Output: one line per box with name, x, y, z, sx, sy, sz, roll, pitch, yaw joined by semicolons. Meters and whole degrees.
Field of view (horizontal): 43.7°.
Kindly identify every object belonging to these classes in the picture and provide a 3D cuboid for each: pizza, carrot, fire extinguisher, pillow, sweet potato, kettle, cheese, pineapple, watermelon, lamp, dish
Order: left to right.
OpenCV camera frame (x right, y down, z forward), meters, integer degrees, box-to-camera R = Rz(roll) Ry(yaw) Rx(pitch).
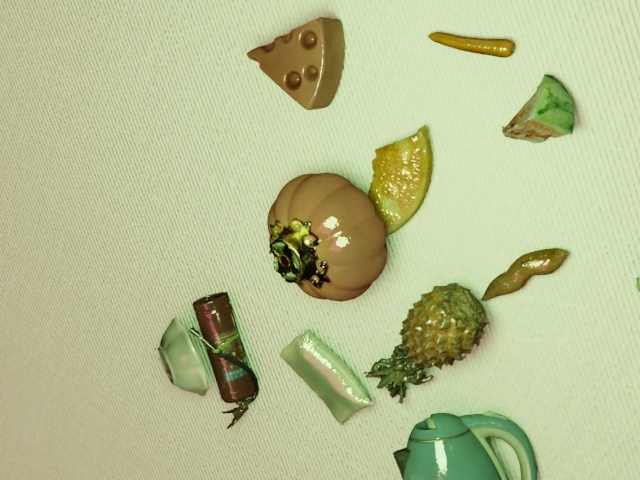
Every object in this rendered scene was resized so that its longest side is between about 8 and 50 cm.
dish;-0.376;0.318;2.096;0.229;0.081;0.229;49;152;38
fire extinguisher;-0.251;0.314;2.078;0.105;0.141;0.341;-2;105;59
cheese;-0.026;-0.420;1.772;0.203;0.128;0.177;44;116;13
lamp;0.000;0.000;1.790;0.305;0.239;0.305;27;130;36
pillow;0.011;0.342;1.991;0.254;0.078;0.144;46;128;7
pizza;0.178;-0.134;1.789;0.134;0.056;0.271;14;113;19
pineapple;0.228;0.240;1.827;0.175;0.175;0.361;49;133;6
kettle;0.339;0.556;1.833;0.319;0.247;0.342;-12;91;-4
carrot;0.310;-0.409;1.661;0.190;0.037;0.037;14;110;23
sweet potato;0.433;0.070;1.728;0.218;0.051;0.065;-33;91;28
watermelon;0.444;-0.234;1.610;0.098;0.121;0.158;33;122;-10

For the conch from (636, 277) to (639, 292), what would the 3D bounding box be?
conch;0.682;0.089;1.608;0.088;0.065;0.180;-14;107;26
